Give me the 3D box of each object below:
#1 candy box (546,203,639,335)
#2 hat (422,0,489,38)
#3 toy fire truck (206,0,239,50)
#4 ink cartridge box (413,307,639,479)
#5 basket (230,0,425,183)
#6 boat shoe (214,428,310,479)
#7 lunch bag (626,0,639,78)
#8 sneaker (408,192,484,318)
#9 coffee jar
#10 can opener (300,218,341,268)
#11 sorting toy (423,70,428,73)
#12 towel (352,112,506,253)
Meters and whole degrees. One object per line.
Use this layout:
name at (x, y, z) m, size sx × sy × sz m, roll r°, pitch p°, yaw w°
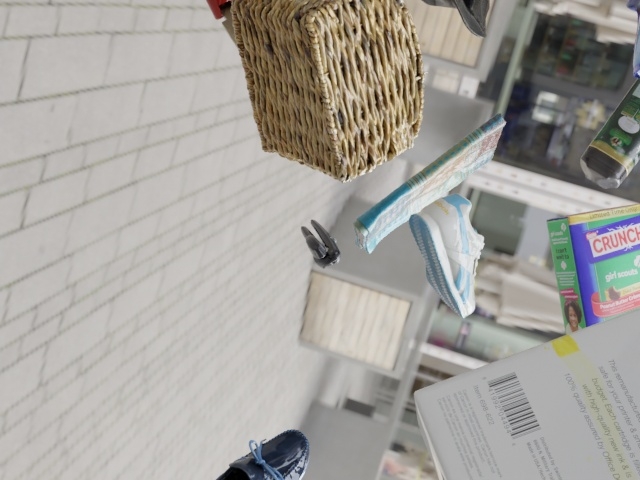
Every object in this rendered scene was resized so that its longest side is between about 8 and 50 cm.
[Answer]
candy box at (0.727, 0.077, 2.430) m, size 0.122 × 0.268 × 0.317 m, roll 163°, pitch -83°, yaw -71°
hat at (0.262, -0.578, 2.085) m, size 0.331 × 0.134 × 0.331 m, roll -9°, pitch 90°, yaw -66°
toy fire truck at (-0.124, -0.454, 1.696) m, size 0.158 × 0.217 × 0.246 m, roll -79°, pitch 145°, yaw -71°
ink cartridge box at (0.352, 0.280, 1.289) m, size 0.160 × 0.385 × 0.279 m, roll 74°, pitch -4°, yaw -63°
basket at (0.019, -0.278, 1.548) m, size 0.213 × 0.223 × 0.299 m, roll -31°, pitch 126°, yaw -27°
boat shoe at (-0.108, 0.392, 1.547) m, size 0.258 × 0.109 × 0.089 m, roll -44°, pitch 147°, yaw -32°
lunch bag at (0.512, -0.350, 1.310) m, size 0.293 × 0.138 × 0.220 m, roll 172°, pitch -75°, yaw -69°
sneaker at (0.213, 0.030, 1.516) m, size 0.092 × 0.087 × 0.228 m, roll -33°, pitch 132°, yaw -13°
coffee jar at (0.503, -0.174, 1.594) m, size 0.184 × 0.079 × 0.096 m, roll -54°, pitch 163°, yaw 1°
can opener at (0.000, 0.000, 1.997) m, size 0.186 × 0.059 × 0.073 m, roll -114°, pitch 180°, yaw -65°
sorting toy at (0.182, -0.333, 1.931) m, size 0.083 × 0.062 × 0.012 m, roll -27°, pitch 125°, yaw -35°
towel at (0.226, -0.109, 2.039) m, size 0.370 × 0.040 × 0.271 m, roll -36°, pitch 169°, yaw -3°
